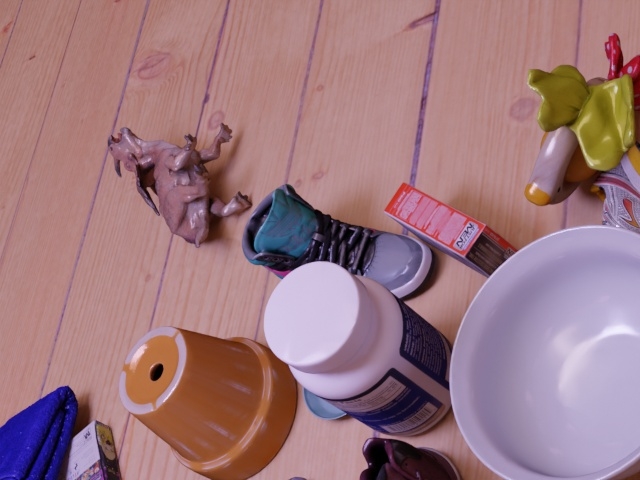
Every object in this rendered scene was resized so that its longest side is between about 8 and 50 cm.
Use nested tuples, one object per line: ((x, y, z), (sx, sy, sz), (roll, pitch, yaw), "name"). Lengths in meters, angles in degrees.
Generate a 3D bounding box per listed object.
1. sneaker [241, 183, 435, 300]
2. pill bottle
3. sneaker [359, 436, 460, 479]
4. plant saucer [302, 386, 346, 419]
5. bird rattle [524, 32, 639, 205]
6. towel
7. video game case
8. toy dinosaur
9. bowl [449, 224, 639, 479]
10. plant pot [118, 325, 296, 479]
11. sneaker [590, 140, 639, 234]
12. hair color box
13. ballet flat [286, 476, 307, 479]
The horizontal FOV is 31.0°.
((0.000, 0.000, 1.594), (0.296, 0.178, 0.123), (2, 66, 43), "sneaker")
((0.051, 0.131, 1.384), (0.153, 0.265, 0.153), (-14, 60, 25), "pill bottle")
((0.124, 0.321, 1.285), (0.106, 0.162, 0.281), (-50, 42, 6), "sneaker")
((0.028, 0.189, 1.565), (0.119, 0.021, 0.119), (-23, 51, 32), "plant saucer")
((0.314, -0.143, 1.392), (0.143, 0.253, 0.206), (29, 117, 12), "bird rattle")
((-0.530, 0.373, 1.876), (0.308, 0.076, 0.227), (-31, 33, 31), "towel")
((-0.401, 0.428, 1.795), (0.232, 0.042, 0.210), (-41, 42, 16), "video game case")
((-0.235, -0.078, 1.914), (0.200, 0.127, 0.295), (-38, 56, 29), "toy dinosaur")
((0.299, 0.143, 1.256), (0.298, 0.134, 0.297), (-24, 51, 33), "bowl")
((-0.170, 0.213, 1.609), (0.205, 0.188, 0.205), (-23, 51, 32), "plant pot")
((0.381, -0.014, 1.331), (0.093, 0.088, 0.225), (-41, 34, 22), "sneaker")
((0.171, -0.011, 1.507), (0.053, 0.093, 0.167), (-56, 42, 0), "hair color box")
((-0.059, 0.345, 1.541), (0.114, 0.041, 0.041), (-29, 48, 26), "ballet flat")
